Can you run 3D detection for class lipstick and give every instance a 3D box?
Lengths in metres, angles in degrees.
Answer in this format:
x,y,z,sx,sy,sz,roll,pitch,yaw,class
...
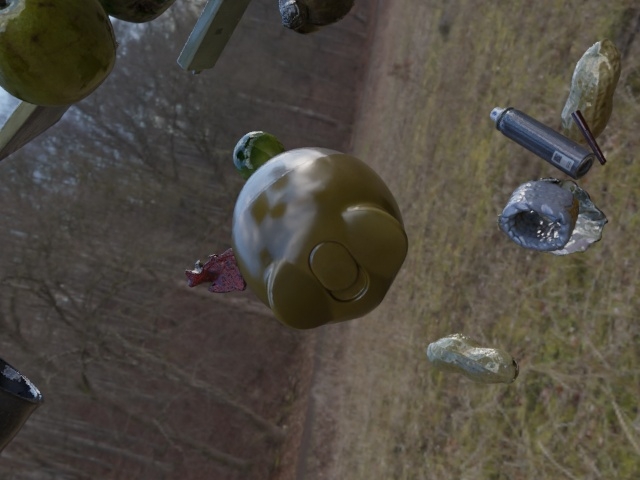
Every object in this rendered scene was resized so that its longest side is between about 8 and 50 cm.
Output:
x,y,z,sx,sy,sz,roll,pitch,yaw,class
0.781,-0.297,2.016,0.027,0.027,0.176,98,147,-80,lipstick

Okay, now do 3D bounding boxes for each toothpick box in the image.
x,y,z,sx,sy,sz,roll,pitch,yaw,class
0.000,0.000,1.631,0.425,0.409,0.408,-120,39,-65,toothpick box

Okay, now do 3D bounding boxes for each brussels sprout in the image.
x,y,z,sx,sy,sz,roll,pitch,yaw,class
-0.163,-0.225,1.903,0.118,0.155,0.155,-9,66,56,brussels sprout

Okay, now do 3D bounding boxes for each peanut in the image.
x,y,z,sx,sy,sz,roll,pitch,yaw,class
0.447,0.351,2.046,0.130,0.290,0.130,-16,-68,-45,peanut
0.829,-0.448,2.114,0.140,0.153,0.325,37,127,45,peanut

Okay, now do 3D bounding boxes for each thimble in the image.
x,y,z,sx,sy,sz,roll,pitch,yaw,class
0.477,-0.051,1.513,0.118,0.151,0.127,-49,-36,-44,thimble

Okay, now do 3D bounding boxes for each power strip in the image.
x,y,z,sx,sy,sz,roll,pitch,yaw,class
-0.277,-0.549,1.809,0.118,0.046,0.270,-25,-20,-52,power strip

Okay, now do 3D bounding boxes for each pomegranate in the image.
x,y,z,sx,sy,sz,roll,pitch,yaw,class
-0.485,-0.724,1.735,0.285,0.285,0.340,100,155,-73,pomegranate

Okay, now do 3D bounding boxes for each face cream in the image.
x,y,z,sx,sy,sz,roll,pitch,yaw,class
0.530,-0.247,1.691,0.073,0.283,0.073,-28,-39,-26,face cream

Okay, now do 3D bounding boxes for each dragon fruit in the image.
x,y,z,sx,sy,sz,roll,pitch,yaw,class
-0.287,0.096,1.981,0.092,0.192,0.122,-40,-68,-77,dragon fruit

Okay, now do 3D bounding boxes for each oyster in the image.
x,y,z,sx,sy,sz,roll,pitch,yaw,class
0.592,-0.050,1.759,0.214,0.223,0.083,-44,-12,3,oyster

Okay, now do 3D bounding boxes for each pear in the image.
x,y,z,sx,sy,sz,roll,pitch,yaw,class
-0.517,-0.379,1.289,0.307,0.253,0.252,47,-127,-77,pear

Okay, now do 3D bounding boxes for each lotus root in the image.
x,y,z,sx,sy,sz,roll,pitch,yaw,class
-0.011,-0.433,1.245,0.209,0.120,0.120,-47,-23,-44,lotus root

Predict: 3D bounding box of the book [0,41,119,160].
x,y,z,sx,sy,sz,roll,pitch,yaw,class
-0.647,-0.342,1.685,0.300,0.039,0.428,-43,16,19,book

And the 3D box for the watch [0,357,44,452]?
x,y,z,sx,sy,sz,roll,pitch,yaw,class
-0.715,0.270,1.301,0.314,0.327,0.335,-55,-25,-14,watch
